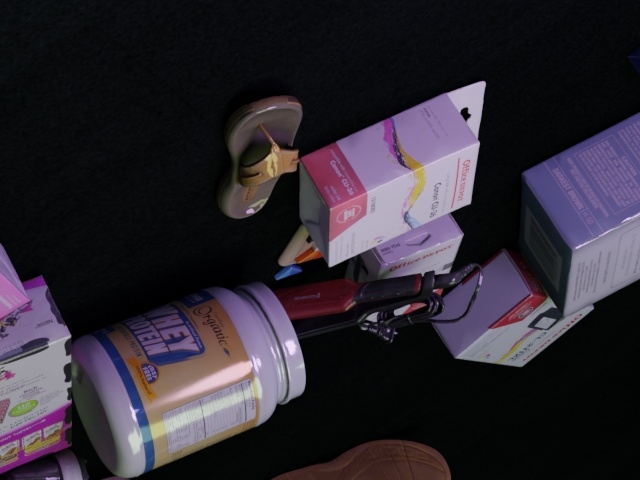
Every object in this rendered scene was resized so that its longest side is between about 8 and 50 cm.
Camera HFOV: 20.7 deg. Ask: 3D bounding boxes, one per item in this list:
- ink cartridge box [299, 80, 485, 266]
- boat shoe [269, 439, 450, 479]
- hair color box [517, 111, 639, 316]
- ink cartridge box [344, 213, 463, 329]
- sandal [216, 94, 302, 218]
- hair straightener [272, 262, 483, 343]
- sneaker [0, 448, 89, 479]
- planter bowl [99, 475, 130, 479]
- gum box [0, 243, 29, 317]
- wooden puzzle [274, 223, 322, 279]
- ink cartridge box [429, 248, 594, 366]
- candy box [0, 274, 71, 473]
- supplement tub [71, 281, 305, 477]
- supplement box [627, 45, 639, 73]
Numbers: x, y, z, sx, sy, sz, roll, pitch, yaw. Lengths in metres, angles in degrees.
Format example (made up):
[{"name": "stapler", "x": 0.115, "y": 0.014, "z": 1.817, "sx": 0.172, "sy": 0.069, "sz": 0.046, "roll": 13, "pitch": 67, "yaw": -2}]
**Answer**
[{"name": "ink cartridge box", "x": 0.081, "y": -0.064, "z": 1.653, "sx": 0.198, "sy": 0.067, "sz": 0.115, "roll": -25, "pitch": 154, "yaw": -13}, {"name": "boat shoe", "x": 0.039, "y": 0.338, "z": 2.336, "sx": 0.277, "sy": 0.098, "sz": 0.096, "roll": -8, "pitch": 149, "yaw": -23}, {"name": "hair color box", "x": 0.408, "y": -0.075, "z": 1.946, "sx": 0.374, "sy": 0.114, "sz": 0.185, "roll": -26, "pitch": 155, "yaw": -8}, {"name": "ink cartridge box", "x": 0.083, "y": 0.024, "z": 1.833, "sx": 0.099, "sy": 0.056, "sz": 0.135, "roll": -20, "pitch": 153, "yaw": -21}, {"name": "sandal", "x": -0.049, "y": -0.066, "z": 1.525, "sx": 0.072, "sy": 0.049, "sz": 0.180, "roll": -19, "pitch": 153, "yaw": -24}, {"name": "hair straightener", "x": 0.063, "y": 0.064, "z": 1.778, "sx": 0.230, "sy": 0.047, "sz": 0.089, "roll": -16, "pitch": 141, "yaw": 23}, {"name": "sneaker", "x": -0.322, "y": 0.260, "z": 1.766, "sx": 0.106, "sy": 0.078, "sz": 0.234, "roll": -5, "pitch": 167, "yaw": -31}, {"name": "planter bowl", "x": -0.238, "y": 0.339, "z": 1.999, "sx": 0.162, "sy": 0.109, "sz": 0.162, "roll": -25, "pitch": 156, "yaw": -12}, {"name": "gum box", "x": -0.317, "y": 0.021, "z": 1.371, "sx": 0.107, "sy": 0.062, "sz": 0.188, "roll": -31, "pitch": 155, "yaw": -1}, {"name": "wooden puzzle", "x": 0.000, "y": 0.000, "z": 1.747, "sx": 0.078, "sy": 0.014, "sz": 0.116, "roll": -15, "pitch": 151, "yaw": -31}, {"name": "ink cartridge box", "x": 0.230, "y": 0.083, "z": 2.089, "sx": 0.127, "sy": 0.072, "sz": 0.175, "roll": -42, "pitch": 153, "yaw": 22}, {"name": "candy box", "x": -0.311, "y": 0.140, "z": 1.591, "sx": 0.159, "sy": 0.071, "sz": 0.233, "roll": -21, "pitch": 155, "yaw": -20}, {"name": "supplement tub", "x": -0.130, "y": 0.130, "z": 1.689, "sx": 0.199, "sy": 0.144, "sz": 0.144, "roll": -21, "pitch": 154, "yaw": -21}, {"name": "supplement box", "x": 0.372, "y": -0.184, "z": 1.767, "sx": 0.083, "sy": 0.056, "sz": 0.083, "roll": -42, "pitch": 153, "yaw": 22}]
